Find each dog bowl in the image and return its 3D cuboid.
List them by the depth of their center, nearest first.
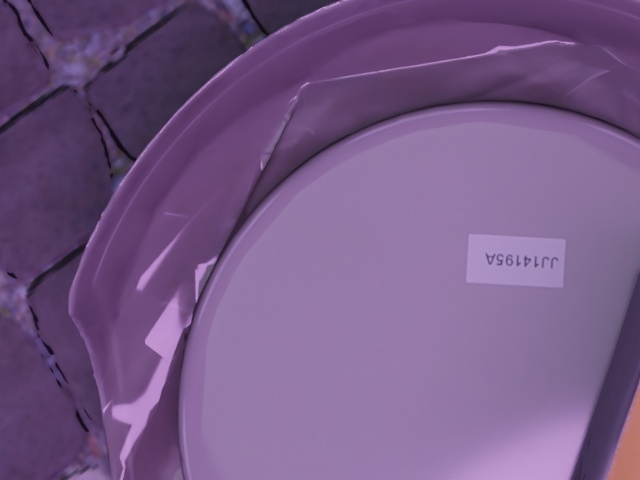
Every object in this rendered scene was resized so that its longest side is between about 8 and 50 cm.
[{"bbox_3d":[0.070,0.071,0.817,0.349,0.102,0.349,0,85,6],"label":"dog bowl"}]

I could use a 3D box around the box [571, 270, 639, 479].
[{"bbox_3d":[0.239,0.159,0.641,0.345,0.168,0.215,18,98,6],"label":"box"}]
